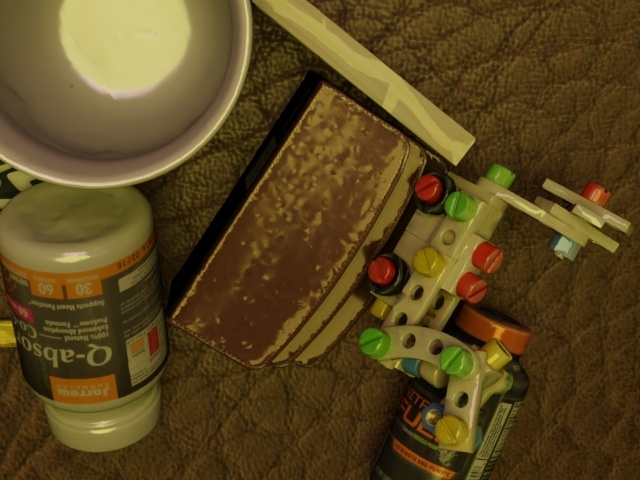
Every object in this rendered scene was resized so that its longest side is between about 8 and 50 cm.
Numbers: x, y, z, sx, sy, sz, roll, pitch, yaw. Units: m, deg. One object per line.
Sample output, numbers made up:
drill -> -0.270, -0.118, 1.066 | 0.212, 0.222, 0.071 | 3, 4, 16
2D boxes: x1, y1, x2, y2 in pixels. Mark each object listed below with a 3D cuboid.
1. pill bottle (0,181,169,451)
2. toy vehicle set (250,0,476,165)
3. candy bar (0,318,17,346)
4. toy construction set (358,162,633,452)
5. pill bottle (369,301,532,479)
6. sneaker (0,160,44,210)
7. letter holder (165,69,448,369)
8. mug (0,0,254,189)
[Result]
pill bottle -> -0.247, 0.083, 1.209 | 0.162, 0.162, 0.279 | -3, 124, -3
toy vehicle set -> 0.040, -0.185, 1.204 | 0.267, 0.166, 0.035 | 38, 97, -9
candy bar -> -0.390, 0.108, 1.312 | 0.161, 0.018, 0.040 | -1, 98, -3
toy construction set -> 0.168, 0.046, 1.184 | 0.328, 0.215, 0.151 | -51, 139, -8
pill bottle -> 0.159, 0.197, 1.307 | 0.130, 0.130, 0.246 | 21, 99, -7
sneaker -> -0.351, -0.056, 1.244 | 0.153, 0.094, 0.235 | 15, 133, -40
letter holder -> 0.000, 0.000, 1.248 | 0.214, 0.152, 0.302 | 32, 98, -11
mug -> -0.215, -0.253, 1.092 | 0.276, 0.328, 0.374 | -15, 101, -1
